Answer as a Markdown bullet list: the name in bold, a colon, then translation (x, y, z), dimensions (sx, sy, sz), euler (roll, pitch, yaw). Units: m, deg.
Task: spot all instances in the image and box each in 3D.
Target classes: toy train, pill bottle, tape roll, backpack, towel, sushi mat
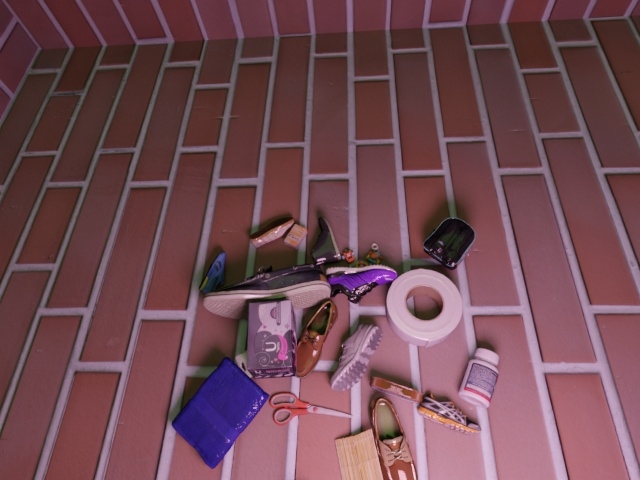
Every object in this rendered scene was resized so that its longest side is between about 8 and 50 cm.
- **toy train**: translation (0.177, 0.065, 1.784), dimensions (0.166, 0.046, 0.125), euler (-19, 61, -5)
- **pill bottle**: translation (0.561, 0.478, 1.483), dimensions (0.107, 0.108, 0.180), euler (22, 66, 17)
- **tape roll**: translation (0.393, 0.257, 1.627), dimensions (0.285, 0.100, 0.287), euler (-2, 61, 3)
- **backpack**: translation (0.530, 0.008, 1.720), dimensions (0.165, 0.144, 0.188), euler (37, 93, 24)
- **towel**: translation (-0.350, 0.598, 1.494), dimensions (0.227, 0.076, 0.308), euler (37, 85, 19)
- **sushi mat**: translation (0.139, 0.793, 1.366), dimensions (0.151, 0.019, 0.317), euler (-25, 58, 22)

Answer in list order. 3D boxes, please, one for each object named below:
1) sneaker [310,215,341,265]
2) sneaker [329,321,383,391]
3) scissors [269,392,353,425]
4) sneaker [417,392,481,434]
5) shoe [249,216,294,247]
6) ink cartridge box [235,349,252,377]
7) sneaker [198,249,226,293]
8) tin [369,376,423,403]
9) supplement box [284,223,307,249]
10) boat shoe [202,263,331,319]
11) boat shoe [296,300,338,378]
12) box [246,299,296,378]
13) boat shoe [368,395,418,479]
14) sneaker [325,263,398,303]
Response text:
- **sneaker**: translation (0.000, 0.000, 1.816), dimensions (0.118, 0.083, 0.222), euler (-18, 62, -4)
- **sneaker**: translation (0.119, 0.430, 1.577), dimensions (0.115, 0.105, 0.281), euler (17, 62, 48)
- **scissors**: translation (-0.035, 0.596, 1.523), dimensions (0.296, 0.021, 0.109), euler (-7, 59, 3)
- **sneaker**: translation (0.444, 0.595, 1.446), dimensions (0.214, 0.084, 0.083), euler (20, 60, 16)
- **shoe**: translation (-0.211, -0.038, 1.879), dimensions (0.218, 0.058, 0.076), euler (-28, 31, -15)
- **ink cartridge box**: translation (-0.217, 0.449, 1.599), dimensions (0.180, 0.060, 0.104), euler (-24, 62, -8)
- **sneaker**: translation (-0.438, 0.140, 1.799), dimensions (0.082, 0.069, 0.210), euler (30, 53, -16)
- **tin**: translation (0.264, 0.526, 1.487), dimensions (0.189, 0.106, 0.040), euler (15, 71, 14)
- **supplement box**: translation (-0.108, -0.017, 1.862), dimensions (0.062, 0.036, 0.099), euler (23, 66, 18)
- **boat shoe**: translation (-0.211, 0.195, 1.678), dimensions (0.499, 0.187, 0.156), euler (-10, 52, -2)
- **boat shoe**: translation (-0.032, 0.364, 1.603), dimensions (0.110, 0.104, 0.308), euler (19, 65, 15)
- **box**: translation (-0.172, 0.356, 1.530), dimensions (0.163, 0.142, 0.248), euler (-5, 60, 3)
- **boat shoe**: translation (0.233, 0.678, 1.396), dimensions (0.122, 0.120, 0.324), euler (-17, 61, -4)
- **sneaker**: translation (0.163, 0.183, 1.692), dimensions (0.293, 0.102, 0.146), euler (-4, 65, 15)
